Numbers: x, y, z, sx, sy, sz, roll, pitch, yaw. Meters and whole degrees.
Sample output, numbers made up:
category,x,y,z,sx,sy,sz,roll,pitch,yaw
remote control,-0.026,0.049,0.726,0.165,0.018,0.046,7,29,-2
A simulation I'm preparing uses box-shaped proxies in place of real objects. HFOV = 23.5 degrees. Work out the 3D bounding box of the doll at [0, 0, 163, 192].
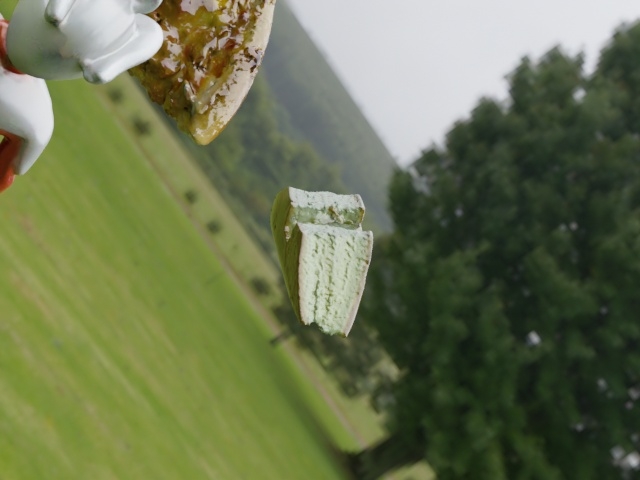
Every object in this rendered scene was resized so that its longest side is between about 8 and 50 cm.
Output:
category,x,y,z,sx,sy,sz,roll,pitch,yaw
doll,-0.268,-0.100,1.037,0.188,0.384,0.099,57,28,-30

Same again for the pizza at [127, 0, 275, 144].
category,x,y,z,sx,sy,sz,roll,pitch,yaw
pizza,-0.124,-0.243,1.528,0.085,0.161,0.305,66,23,-79

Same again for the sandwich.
category,x,y,z,sx,sy,sz,roll,pitch,yaw
sandwich,0.000,0.000,1.723,0.090,0.088,0.244,12,32,-17
